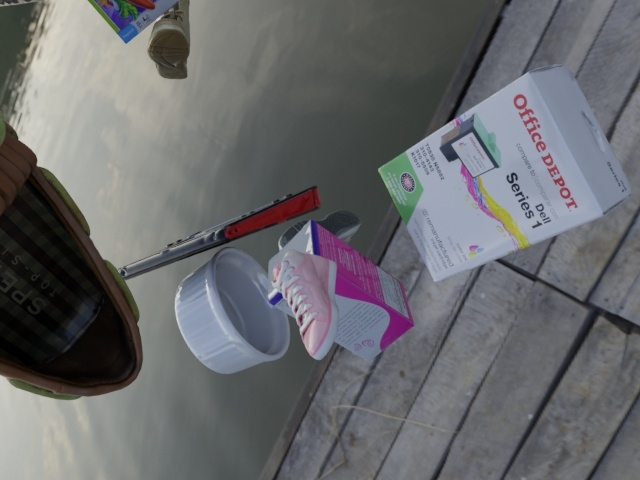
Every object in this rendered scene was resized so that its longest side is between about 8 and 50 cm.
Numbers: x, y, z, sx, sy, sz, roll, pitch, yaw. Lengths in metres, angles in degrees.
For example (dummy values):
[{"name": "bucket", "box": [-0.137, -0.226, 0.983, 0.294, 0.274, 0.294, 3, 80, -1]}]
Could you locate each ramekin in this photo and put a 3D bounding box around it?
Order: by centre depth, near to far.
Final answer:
[{"name": "ramekin", "box": [-0.202, 0.167, 1.313, 0.135, 0.277, 0.277, -30, 54, 19]}]

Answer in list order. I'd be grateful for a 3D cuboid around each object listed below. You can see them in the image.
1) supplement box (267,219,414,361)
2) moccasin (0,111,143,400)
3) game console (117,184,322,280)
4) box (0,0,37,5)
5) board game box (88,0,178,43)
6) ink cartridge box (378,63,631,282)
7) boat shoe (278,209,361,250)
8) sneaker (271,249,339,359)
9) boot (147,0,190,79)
[{"name": "supplement box", "box": [0.033, 0.085, 0.940, 0.111, 0.220, 0.114, -43, 27, 23]}, {"name": "moccasin", "box": [-0.203, -0.017, 0.278, 0.146, 0.380, 0.139, 25, 60, 28]}, {"name": "game console", "box": [-0.214, -0.020, 1.266, 0.386, 0.342, 0.060, -19, 93, 39]}, {"name": "box", "box": [-0.454, -0.530, 0.704, 0.178, 0.312, 0.344, 7, 75, 28]}, {"name": "board game box", "box": [-0.367, -0.627, 1.222, 0.347, 0.233, 0.078, -39, 44, 2]}, {"name": "ink cartridge box", "box": [0.248, -0.085, 0.816, 0.278, 0.117, 0.202, -30, 84, 46]}, {"name": "boat shoe", "box": [-0.001, -0.002, 1.707, 0.118, 0.320, 0.103, 35, 127, 24]}, {"name": "sneaker", "box": [-0.021, 0.061, 0.598, 0.051, 0.070, 0.134, -55, 21, 35]}, {"name": "boot", "box": [-0.350, -0.516, 1.351, 0.262, 0.095, 0.204, 152, 118, -80]}]
